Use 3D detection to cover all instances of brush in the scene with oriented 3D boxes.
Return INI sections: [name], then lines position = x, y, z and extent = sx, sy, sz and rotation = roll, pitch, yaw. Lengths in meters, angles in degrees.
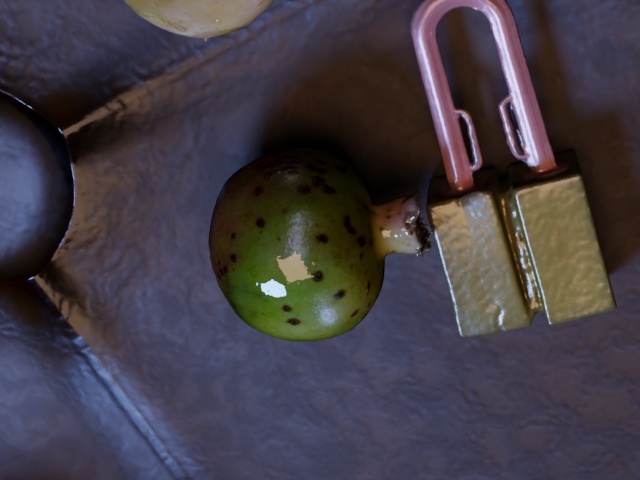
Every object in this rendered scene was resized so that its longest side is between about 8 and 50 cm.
[brush]
position = 0.109, -0.054, 1.071
extent = 0.103, 0.047, 0.233
rotation = -12, 115, 11

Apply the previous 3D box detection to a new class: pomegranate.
[pomegranate]
position = -0.007, 0.000, 1.074
extent = 0.130, 0.130, 0.130
rotation = 2, 119, 4

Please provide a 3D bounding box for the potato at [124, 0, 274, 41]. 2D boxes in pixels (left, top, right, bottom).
[potato]
position = -0.086, -0.195, 0.974
extent = 0.118, 0.109, 0.178
rotation = -32, 119, -4
